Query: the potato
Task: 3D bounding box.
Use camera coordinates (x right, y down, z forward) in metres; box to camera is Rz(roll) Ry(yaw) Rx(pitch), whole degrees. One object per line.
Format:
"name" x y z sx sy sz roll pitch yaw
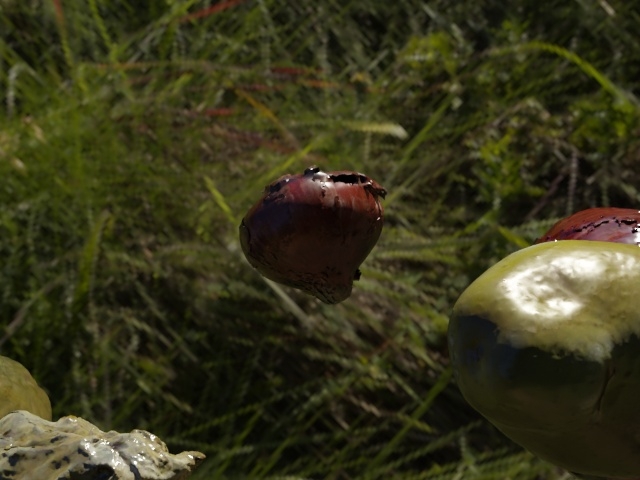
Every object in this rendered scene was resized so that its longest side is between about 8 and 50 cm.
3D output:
"potato" 0.165 0.076 0.747 0.194 0.157 0.157 6 -31 -38

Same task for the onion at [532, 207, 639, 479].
"onion" 0.233 0.088 0.992 0.219 0.252 0.252 -3 14 4

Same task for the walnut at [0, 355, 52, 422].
"walnut" -0.465 0.225 1.339 0.282 0.253 0.277 -36 -24 17

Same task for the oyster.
"oyster" -0.215 0.185 0.953 0.133 0.209 0.072 -50 -29 -43

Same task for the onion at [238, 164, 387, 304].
"onion" 0.000 0.000 1.348 0.184 0.147 0.184 -24 -16 -7
